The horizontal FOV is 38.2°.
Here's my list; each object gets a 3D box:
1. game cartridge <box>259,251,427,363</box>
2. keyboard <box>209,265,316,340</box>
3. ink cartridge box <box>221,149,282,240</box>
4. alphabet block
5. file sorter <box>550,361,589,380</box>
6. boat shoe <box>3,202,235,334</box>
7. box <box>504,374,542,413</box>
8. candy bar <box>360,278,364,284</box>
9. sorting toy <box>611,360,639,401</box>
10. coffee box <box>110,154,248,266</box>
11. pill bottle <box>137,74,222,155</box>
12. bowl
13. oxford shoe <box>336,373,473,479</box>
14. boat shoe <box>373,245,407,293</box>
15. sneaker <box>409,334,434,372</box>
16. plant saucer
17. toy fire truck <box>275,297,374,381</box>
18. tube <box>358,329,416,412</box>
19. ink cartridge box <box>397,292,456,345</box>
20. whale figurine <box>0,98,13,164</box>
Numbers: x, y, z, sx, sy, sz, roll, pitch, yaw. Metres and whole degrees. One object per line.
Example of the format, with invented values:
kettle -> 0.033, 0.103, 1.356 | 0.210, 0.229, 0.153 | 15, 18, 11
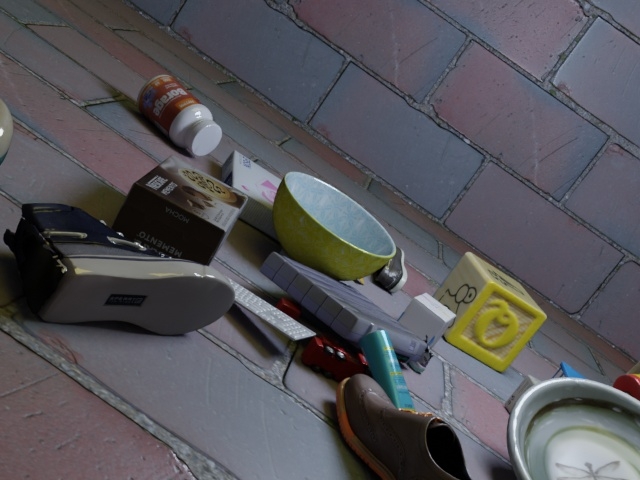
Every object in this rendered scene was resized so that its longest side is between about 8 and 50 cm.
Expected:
game cartridge -> 0.054, 0.137, 1.756 | 0.230, 0.068, 0.355 | 41, 7, 29
keyboard -> -0.124, 0.100, 1.557 | 0.256, 0.014, 0.072 | 30, 10, 25
ink cartridge box -> -0.086, -0.071, 2.212 | 0.330, 0.071, 0.324 | 30, 14, -15
alphabet block -> 0.410, 0.176, 2.308 | 0.193, 0.192, 0.197 | 29, 16, -18
file sorter -> 0.617, 0.394, 2.244 | 0.118, 0.104, 0.170 | 34, 13, -2
boat shoe -> -0.270, 0.031, 1.274 | 0.341, 0.127, 0.158 | 15, 32, -54
box -> 0.500, 0.407, 1.939 | 0.113, 0.094, 0.275 | 30, 15, -22
candy bar -> 0.061, 0.040, 2.222 | 0.161, 0.018, 0.040 | 55, 5, 27
sorting toy -> 0.645, 0.402, 1.893 | 0.089, 0.257, 0.255 | 2, 50, -26
coffee box -> -0.240, -0.039, 1.595 | 0.168, 0.118, 0.297 | 29, 13, -4
pill bottle -> -0.343, -0.304, 2.265 | 0.216, 0.121, 0.121 | 42, 15, 27
bowl -> 0.000, 0.000, 1.964 | 0.289, 0.156, 0.289 | 33, 19, -13
oxford shoe -> 0.135, 0.296, 1.348 | 0.130, 0.132, 0.363 | 25, 16, -35
boat shoe -> 0.168, 0.055, 2.363 | 0.069, 0.081, 0.227 | 36, 15, -16
sneaker -> 0.195, 0.217, 1.899 | 0.098, 0.069, 0.038 | 43, 15, 29
plant saucer -> 0.510, 0.434, 1.677 | 0.401, 0.100, 0.400 | 13, 40, -11
toy fire truck -> 0.007, 0.184, 1.604 | 0.192, 0.047, 0.135 | 29, 15, -22
tube -> 0.122, 0.251, 1.534 | 0.080, 0.052, 0.207 | 12, 50, -49
ink cartridge box -> 0.234, 0.182, 2.067 | 0.090, 0.092, 0.143 | 38, 12, 14
whale figurine -> -0.540, -0.122, 1.220 | 0.216, 0.141, 0.272 | 37, 38, 8
